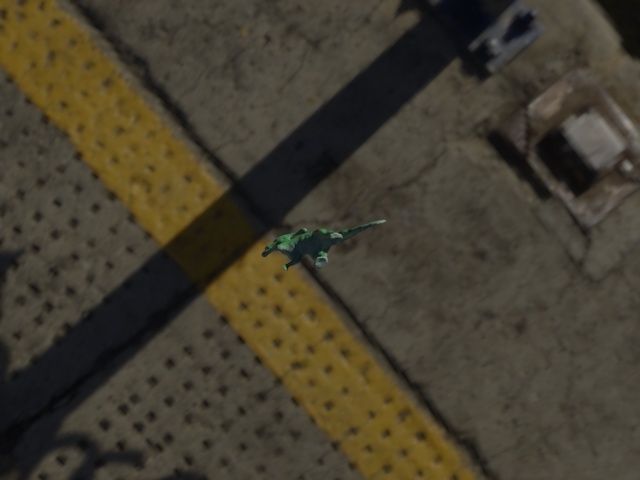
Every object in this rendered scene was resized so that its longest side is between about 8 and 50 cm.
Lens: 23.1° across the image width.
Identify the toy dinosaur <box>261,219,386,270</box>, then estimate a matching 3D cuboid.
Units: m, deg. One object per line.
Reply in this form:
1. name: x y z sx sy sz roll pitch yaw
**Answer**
1. toy dinosaur: 0.000 0.000 1.076 0.083 0.062 0.021 -20 106 -12
